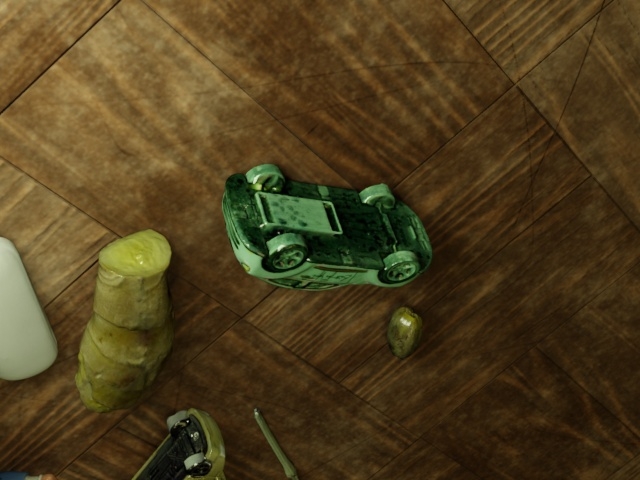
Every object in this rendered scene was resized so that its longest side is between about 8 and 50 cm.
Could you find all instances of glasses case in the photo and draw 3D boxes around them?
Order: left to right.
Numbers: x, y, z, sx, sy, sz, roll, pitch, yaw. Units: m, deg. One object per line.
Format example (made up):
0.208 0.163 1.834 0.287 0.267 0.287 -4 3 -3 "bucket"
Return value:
-0.394 0.088 1.536 0.092 0.059 0.233 -22 135 -10 "glasses case"

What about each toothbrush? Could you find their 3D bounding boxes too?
-0.061 0.352 1.971 0.028 0.026 0.294 -13 136 4 "toothbrush"

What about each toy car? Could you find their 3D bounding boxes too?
-0.211 0.367 1.854 0.124 0.101 0.256 17 121 -42 "toy car"
0.000 0.000 1.612 0.306 0.136 0.125 8 138 -34 "toy car"

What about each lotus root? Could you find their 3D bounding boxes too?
0.125 0.143 1.857 0.049 0.054 0.099 -17 135 -27 "lotus root"

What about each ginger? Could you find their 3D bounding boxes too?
-0.249 0.114 1.606 0.109 0.116 0.263 -42 152 -54 "ginger"

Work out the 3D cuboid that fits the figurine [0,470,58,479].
-0.438 0.459 1.775 0.161 0.158 0.275 -31 143 -38 "figurine"
